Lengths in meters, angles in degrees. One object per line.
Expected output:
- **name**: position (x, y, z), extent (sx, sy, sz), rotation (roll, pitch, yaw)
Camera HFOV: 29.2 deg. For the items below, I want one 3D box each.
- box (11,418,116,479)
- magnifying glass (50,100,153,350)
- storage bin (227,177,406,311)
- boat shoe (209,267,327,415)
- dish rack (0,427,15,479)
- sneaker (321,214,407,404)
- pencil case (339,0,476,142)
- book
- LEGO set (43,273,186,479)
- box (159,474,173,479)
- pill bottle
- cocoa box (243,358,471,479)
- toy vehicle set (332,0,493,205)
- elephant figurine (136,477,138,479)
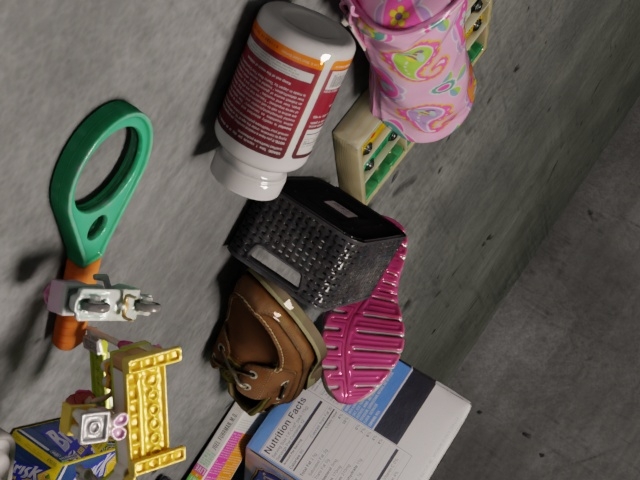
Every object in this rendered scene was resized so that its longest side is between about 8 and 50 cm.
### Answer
- **box**: position (-0.223, 0.197, 1.113), extent (0.054, 0.059, 0.169), rotation (-61, 164, 8)
- **magnifying glass**: position (-0.175, -0.005, 0.931), extent (0.092, 0.026, 0.231), rotation (-38, 157, -48)
- **storage bin**: position (0.000, 0.000, 1.274), extent (0.084, 0.122, 0.180), rotation (-61, 164, 14)
- **boat shoe**: position (-0.063, 0.128, 1.356), extent (0.104, 0.111, 0.307), rotation (-37, 157, -12)
- **dish rack**: position (-0.348, 0.288, 0.910), extent (0.333, 0.072, 0.286), rotation (-39, 157, -45)
- **sneaker**: position (0.052, 0.096, 1.547), extent (0.111, 0.103, 0.252), rotation (111, -7, -60)
- **pencil case**: position (0.087, -0.194, 1.176), extent (0.124, 0.124, 0.284), rotation (-55, 164, -7)
- **book**: position (-0.121, 0.268, 1.603), extent (0.144, 0.035, 0.096), rotation (-57, 163, -4)
- **LEGO set**: position (-0.191, 0.166, 0.940), extent (0.132, 0.107, 0.287), rotation (16, 90, -42)
- **box**: position (-0.127, 0.506, 1.532), extent (0.179, 0.312, 0.343), rotation (-48, 162, -27)
- **pill bottle**: position (-0.037, -0.113, 1.016), extent (0.086, 0.086, 0.152), rotation (-29, 148, -59)
- **cocoa box**: position (0.039, 0.316, 1.758), extent (0.231, 0.228, 0.347), rotation (-54, 169, -24)
- **toy vehicle set**: position (0.109, -0.176, 1.413), extent (0.267, 0.035, 0.166), rotation (-52, 164, -14)
- **elephant figurine**: position (-0.260, 0.366, 1.225), extent (0.169, 0.186, 0.239), rotation (-3, 126, -15)
